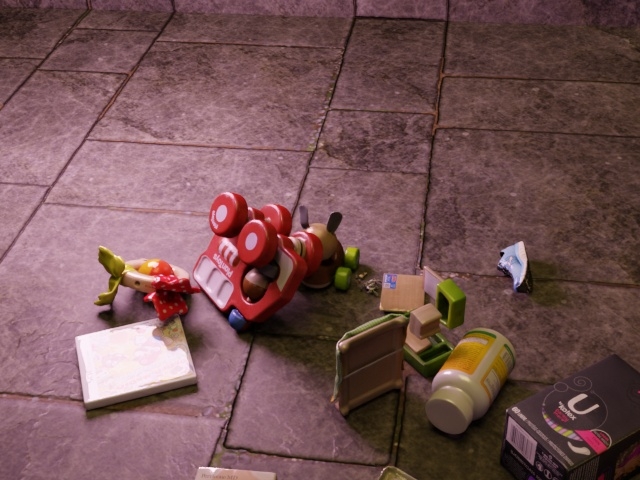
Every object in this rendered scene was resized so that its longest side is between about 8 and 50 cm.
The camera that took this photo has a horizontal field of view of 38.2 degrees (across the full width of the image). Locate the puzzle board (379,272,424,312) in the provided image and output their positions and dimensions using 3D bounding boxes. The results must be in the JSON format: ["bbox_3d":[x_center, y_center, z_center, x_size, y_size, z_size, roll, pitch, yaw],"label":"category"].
[{"bbox_3d":[0.185,0.120,2.073,0.096,0.011,0.128,4,37,6],"label":"puzzle board"}]

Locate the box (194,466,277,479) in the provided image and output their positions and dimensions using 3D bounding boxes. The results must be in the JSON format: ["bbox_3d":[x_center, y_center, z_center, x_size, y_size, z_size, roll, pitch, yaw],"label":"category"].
[{"bbox_3d":[-0.157,0.522,1.465,0.147,0.121,0.311,2,37,6],"label":"box"}]

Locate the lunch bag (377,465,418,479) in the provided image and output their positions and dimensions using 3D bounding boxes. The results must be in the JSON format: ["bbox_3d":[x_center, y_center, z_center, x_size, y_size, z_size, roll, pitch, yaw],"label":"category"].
[{"bbox_3d":[0.176,0.511,1.366,0.287,0.235,0.169,23,41,30],"label":"lunch bag"}]

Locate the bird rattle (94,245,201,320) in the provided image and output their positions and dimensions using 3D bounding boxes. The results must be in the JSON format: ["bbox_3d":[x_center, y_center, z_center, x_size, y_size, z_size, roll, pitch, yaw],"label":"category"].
[{"bbox_3d":[-0.374,0.080,2.060,0.253,0.143,0.207,5,13,16],"label":"bird rattle"}]

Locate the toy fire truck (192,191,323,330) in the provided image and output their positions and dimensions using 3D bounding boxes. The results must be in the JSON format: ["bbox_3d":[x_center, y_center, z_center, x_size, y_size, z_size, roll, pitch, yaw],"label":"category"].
[{"bbox_3d":[-0.152,0.055,2.015,0.169,0.254,0.302,13,21,-43],"label":"toy fire truck"}]

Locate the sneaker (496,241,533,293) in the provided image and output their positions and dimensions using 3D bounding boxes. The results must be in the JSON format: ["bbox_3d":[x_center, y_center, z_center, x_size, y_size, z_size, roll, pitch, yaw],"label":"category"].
[{"bbox_3d":[0.440,0.069,2.104,0.073,0.063,0.162,-14,30,14],"label":"sneaker"}]

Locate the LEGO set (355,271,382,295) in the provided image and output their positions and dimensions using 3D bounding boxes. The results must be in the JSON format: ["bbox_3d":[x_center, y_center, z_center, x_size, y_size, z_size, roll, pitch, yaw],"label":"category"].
[{"bbox_3d":[0.109,0.095,2.102,0.054,0.024,0.083,-30,45,-32],"label":"LEGO set"}]

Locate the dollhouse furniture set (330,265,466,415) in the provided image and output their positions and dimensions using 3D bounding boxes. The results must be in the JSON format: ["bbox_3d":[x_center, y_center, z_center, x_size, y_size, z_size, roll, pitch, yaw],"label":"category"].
[{"bbox_3d":[0.121,0.187,1.834,0.301,0.198,0.151,-22,42,-25],"label":"dollhouse furniture set"}]

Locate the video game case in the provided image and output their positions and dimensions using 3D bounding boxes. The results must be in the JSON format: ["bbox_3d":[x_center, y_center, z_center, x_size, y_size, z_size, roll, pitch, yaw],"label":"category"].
[{"bbox_3d":[-0.387,0.248,1.925,0.226,0.026,0.206,-12,38,-13],"label":"video game case"}]

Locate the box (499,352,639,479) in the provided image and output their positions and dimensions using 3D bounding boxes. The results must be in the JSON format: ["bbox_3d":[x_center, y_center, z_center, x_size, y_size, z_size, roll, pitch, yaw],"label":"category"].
[{"bbox_3d":[0.478,0.344,1.649,0.270,0.143,0.165,-21,41,-24],"label":"box"}]

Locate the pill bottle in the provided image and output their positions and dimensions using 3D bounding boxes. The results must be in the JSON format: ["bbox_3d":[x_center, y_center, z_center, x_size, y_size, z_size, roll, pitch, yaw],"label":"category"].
[{"bbox_3d":[0.286,0.272,1.779,0.117,0.118,0.208,18,42,25],"label":"pill bottle"}]

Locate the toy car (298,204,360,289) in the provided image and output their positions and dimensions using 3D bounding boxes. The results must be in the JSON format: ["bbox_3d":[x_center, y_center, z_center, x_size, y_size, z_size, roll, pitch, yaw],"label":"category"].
[{"bbox_3d":[0.000,0.000,2.097,0.154,0.189,0.149,9,38,14],"label":"toy car"}]
